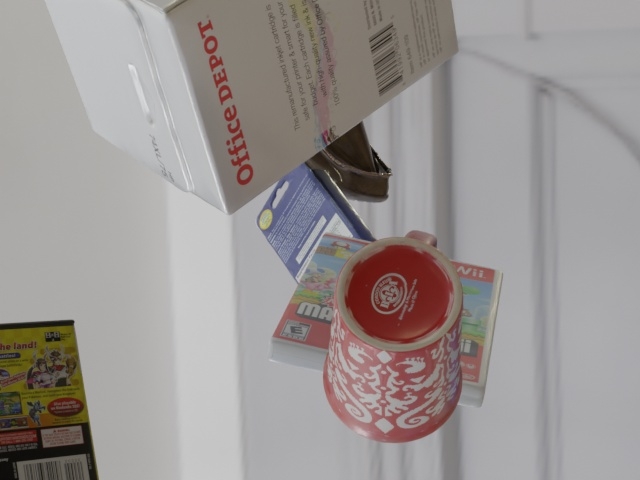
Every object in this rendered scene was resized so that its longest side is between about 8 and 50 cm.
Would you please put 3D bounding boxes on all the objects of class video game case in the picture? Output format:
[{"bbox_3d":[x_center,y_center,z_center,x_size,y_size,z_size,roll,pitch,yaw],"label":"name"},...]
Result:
[{"bbox_3d":[0.075,0.072,1.387,0.285,0.204,0.025,-63,-16,-67],"label":"video game case"},{"bbox_3d":[-0.433,0.232,1.789,0.275,0.035,0.248,-2,-108,-33],"label":"video game case"}]

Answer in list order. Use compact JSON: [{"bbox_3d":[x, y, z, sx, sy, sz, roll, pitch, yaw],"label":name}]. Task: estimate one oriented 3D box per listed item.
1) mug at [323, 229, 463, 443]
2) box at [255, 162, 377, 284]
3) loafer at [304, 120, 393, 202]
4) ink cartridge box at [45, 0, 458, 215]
[{"bbox_3d":[0.052,0.059,1.053,0.169,0.113,0.150,86,171,-64],"label":"mug"},{"bbox_3d":[0.000,0.000,1.890,0.037,0.225,0.136,2,-49,-43],"label":"box"},{"bbox_3d":[0.002,-0.203,2.205,0.134,0.366,0.130,0,-48,-46],"label":"loafer"},{"bbox_3d":[-0.057,-0.197,1.133,0.270,0.197,0.198,-37,-44,-25],"label":"ink cartridge box"}]
